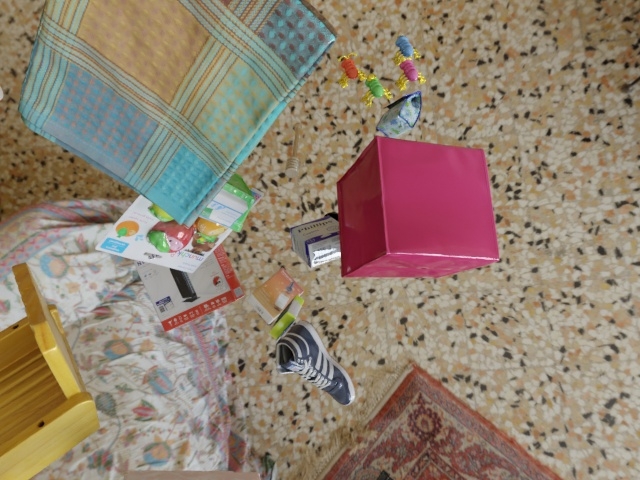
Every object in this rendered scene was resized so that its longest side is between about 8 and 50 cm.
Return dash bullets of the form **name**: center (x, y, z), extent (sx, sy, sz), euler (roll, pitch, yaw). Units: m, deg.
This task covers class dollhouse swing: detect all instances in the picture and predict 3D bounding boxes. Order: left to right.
- **dollhouse swing**: center (-0.691, 0.283, 0.904), extent (0.315, 0.305, 0.347), euler (-34, 51, -20)

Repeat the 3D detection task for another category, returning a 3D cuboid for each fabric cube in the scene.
- **fabric cube**: center (0.200, -0.054, 0.934), extent (0.258, 0.259, 0.254), euler (2, 75, -17)

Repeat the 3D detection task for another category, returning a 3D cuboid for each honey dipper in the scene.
- **honey dipper**: center (-0.056, -0.206, 0.907), extent (0.030, 0.030, 0.161), euler (-4, 55, 10)

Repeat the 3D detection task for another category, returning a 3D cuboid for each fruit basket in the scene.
- **fruit basket**: center (-0.358, -0.050, 1.120), extent (0.353, 0.327, 0.165), euler (-49, 56, 9)

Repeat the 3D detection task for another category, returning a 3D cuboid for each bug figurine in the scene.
- **bug figurine**: center (0.199, -0.539, 1.285), extent (0.278, 0.072, 0.216), euler (-23, 62, -2)

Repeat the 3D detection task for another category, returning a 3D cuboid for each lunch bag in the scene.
- **lunch bag**: center (0.286, -0.453, 1.462), extent (0.096, 0.128, 0.151), euler (39, 65, -22)

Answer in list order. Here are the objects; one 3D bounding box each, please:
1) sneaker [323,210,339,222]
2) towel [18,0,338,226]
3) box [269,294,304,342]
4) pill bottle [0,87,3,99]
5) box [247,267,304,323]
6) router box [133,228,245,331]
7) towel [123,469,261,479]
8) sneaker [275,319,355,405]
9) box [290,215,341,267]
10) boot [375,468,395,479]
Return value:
- **sneaker**: center (0.123, -0.046, 1.396), extent (0.221, 0.118, 0.083), euler (9, 88, 28)
- **towel**: center (-0.192, -0.186, 0.482), extent (0.271, 0.040, 0.370), euler (36, 132, -19)
- **box**: center (-0.116, 0.266, 1.423), extent (0.042, 0.178, 0.109), euler (39, 106, -2)
- **pill bottle**: center (-0.712, -0.232, 0.729), extent (0.245, 0.136, 0.136), euler (-32, 80, -1)
- **box**: center (-0.174, 0.214, 1.596), extent (0.130, 0.091, 0.170), euler (46, 59, 4)
- **router box**: center (-0.492, 0.140, 1.535), extent (0.335, 0.082, 0.301), euler (-25, 90, 17)
- **towel**: center (-0.269, 0.615, 0.901), extent (0.331, 0.317, 0.054), euler (14, 92, -20)
- **sneaker**: center (-0.023, 0.382, 1.195), extent (0.099, 0.153, 0.282), euler (-41, 80, 32)
- **box**: center (0.000, 0.000, 1.104), extent (0.126, 0.137, 0.072), euler (-18, 116, -19)
- **boot**: center (0.187, 0.789, 1.118), extent (0.207, 0.094, 0.247), euler (36, 93, 25)
